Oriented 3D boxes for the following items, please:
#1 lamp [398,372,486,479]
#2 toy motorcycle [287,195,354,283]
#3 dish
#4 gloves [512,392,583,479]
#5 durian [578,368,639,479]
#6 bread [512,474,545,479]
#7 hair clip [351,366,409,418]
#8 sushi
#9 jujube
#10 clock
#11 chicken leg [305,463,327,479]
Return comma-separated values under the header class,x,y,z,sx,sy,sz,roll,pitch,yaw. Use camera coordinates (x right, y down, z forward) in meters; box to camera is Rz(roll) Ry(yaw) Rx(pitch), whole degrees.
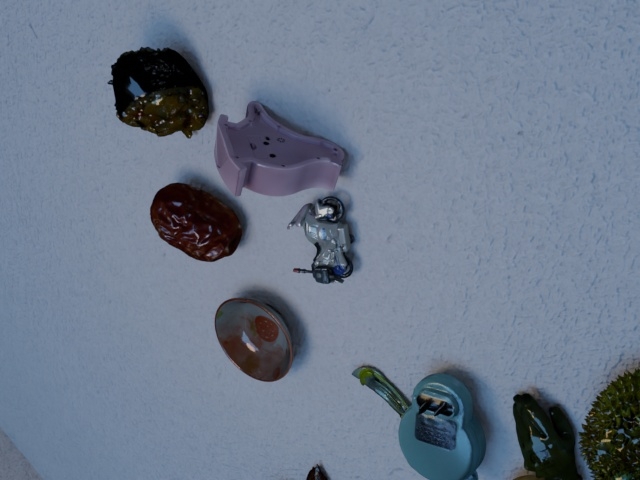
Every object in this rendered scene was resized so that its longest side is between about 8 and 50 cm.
class,x,y,z,sx,sy,sz,roll,pitch,yaw
lamp,0.287,0.447,1.713,0.210,0.147,0.283,9,126,29
toy motorcycle,0.000,0.000,1.725,0.150,0.102,0.221,-1,112,22
dish,-0.163,0.254,1.976,0.260,0.085,0.260,17,124,28
gloves,0.505,0.460,1.603,0.135,0.107,0.268,-29,92,9
durian,0.648,0.400,1.403,0.291,0.225,0.291,-14,68,38
bread,0.471,0.680,1.739,0.142,0.091,0.305,32,127,15
hair clip,0.165,0.385,1.844,0.188,0.033,0.060,42,128,13
sushi,-0.397,-0.351,1.775,0.200,0.213,0.203,-26,82,63
jujube,-0.328,-0.047,1.891,0.251,0.174,0.174,25,125,10
clock,-0.106,-0.212,1.647,0.290,0.276,0.080,-117,34,-44
chicken leg,-0.030,0.758,2.153,0.105,0.063,0.233,39,127,8
